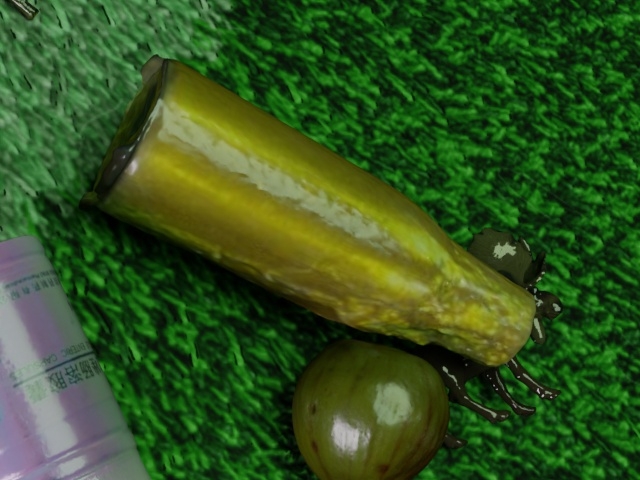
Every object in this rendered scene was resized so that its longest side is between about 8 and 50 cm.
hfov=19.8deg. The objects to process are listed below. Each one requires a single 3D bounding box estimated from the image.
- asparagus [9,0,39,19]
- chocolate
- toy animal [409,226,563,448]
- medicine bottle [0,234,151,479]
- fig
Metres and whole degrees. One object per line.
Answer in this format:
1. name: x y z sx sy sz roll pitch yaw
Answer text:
1. asparagus: -0.312 -0.244 1.710 0.114 0.014 0.015 36 38 -17
2. chocolate: 0.000 0.000 1.714 0.445 0.162 0.162 29 57 -16
3. toy animal: 0.173 0.090 1.858 0.214 0.094 0.186 -22 76 -30
4. medicine bottle: -0.248 0.140 1.509 0.152 0.152 0.254 -23 85 -38
5. fig: 0.048 0.188 1.715 0.142 0.148 0.186 -5 108 -50
